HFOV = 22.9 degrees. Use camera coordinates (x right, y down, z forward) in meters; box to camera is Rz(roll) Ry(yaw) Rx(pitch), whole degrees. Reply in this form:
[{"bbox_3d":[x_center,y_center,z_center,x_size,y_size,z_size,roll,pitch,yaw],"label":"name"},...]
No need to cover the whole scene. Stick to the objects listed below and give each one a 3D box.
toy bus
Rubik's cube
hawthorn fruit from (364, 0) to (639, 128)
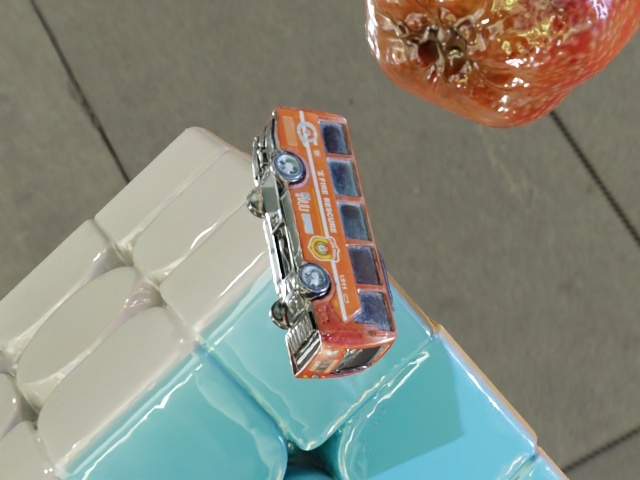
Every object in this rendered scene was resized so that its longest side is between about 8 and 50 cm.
[{"bbox_3d":[0.000,0.000,0.610,0.043,0.031,0.110,4,57,-26],"label":"toy bus"},{"bbox_3d":[-0.053,0.146,0.950,0.290,0.291,0.292,-43,112,-5],"label":"Rubik's cube"},{"bbox_3d":[0.141,-0.203,1.097,0.205,0.205,0.253,29,54,17],"label":"hawthorn fruit"}]
